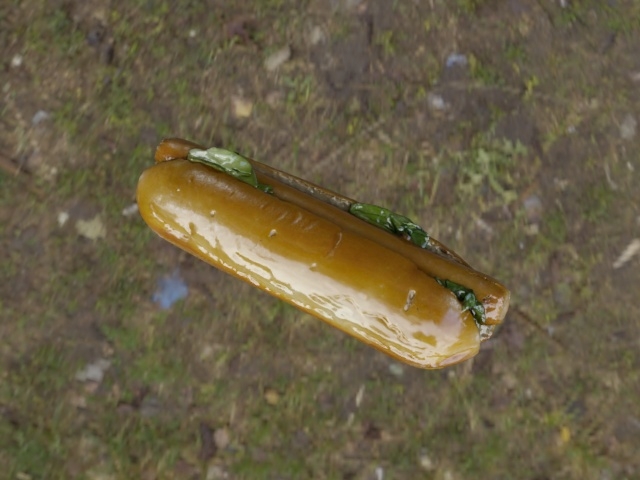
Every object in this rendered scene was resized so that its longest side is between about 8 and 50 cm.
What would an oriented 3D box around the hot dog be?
[{"bbox_3d":[0.000,0.000,0.832,0.249,0.100,0.068,26,115,15],"label":"hot dog"}]
